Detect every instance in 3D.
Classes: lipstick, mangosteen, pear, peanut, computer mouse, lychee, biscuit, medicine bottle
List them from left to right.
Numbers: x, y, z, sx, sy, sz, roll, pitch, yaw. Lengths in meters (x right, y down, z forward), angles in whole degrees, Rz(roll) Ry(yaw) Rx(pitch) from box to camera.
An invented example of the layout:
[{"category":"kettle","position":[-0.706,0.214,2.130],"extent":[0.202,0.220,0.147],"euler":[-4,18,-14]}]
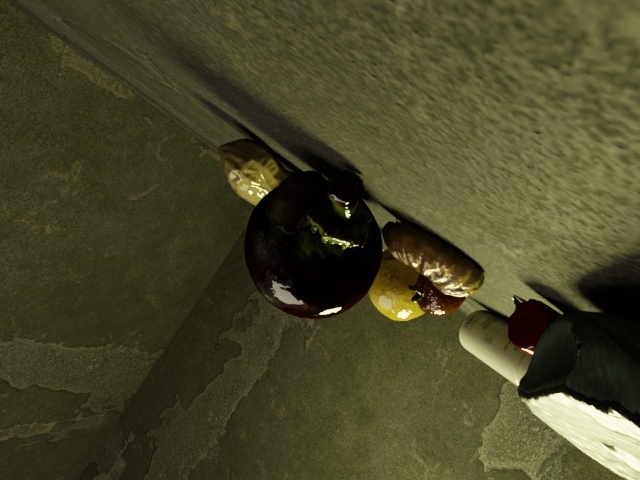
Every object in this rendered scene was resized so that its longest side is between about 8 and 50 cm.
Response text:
[{"category":"peanut","position":[-0.094,-0.112,0.894],"extent":[0.136,0.120,0.298],"euler":[-1,154,44]},{"category":"mangosteen","position":[0.000,0.000,0.649],"extent":[0.231,0.231,0.289],"euler":[34,158,-5]},{"category":"pear","position":[0.192,0.102,1.021],"extent":[0.178,0.178,0.178],"euler":[34,180,0]},{"category":"biscuit","position":[0.176,0.034,0.654],"extent":[0.183,0.061,0.118],"euler":[34,178,-6]},{"category":"lychee","position":[0.235,0.099,0.863],"extent":[0.140,0.101,0.114],"euler":[20,150,-9]},{"category":"medicine bottle","position":[0.502,0.292,1.046],"extent":[0.130,0.130,0.341],"euler":[34,179,-22]},{"category":"lipstick","position":[0.373,0.173,0.568],"extent":[0.280,0.073,0.073],"euler":[32,-179,-17]},{"category":"computer mouse","position":[0.283,0.136,0.347],"extent":[0.203,0.114,0.374],"euler":[36,173,17]}]

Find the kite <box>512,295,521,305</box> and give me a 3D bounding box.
[{"category":"kite","position":[0.375,0.179,0.638],"extent":[0.189,0.009,0.232],"euler":[0,-130,-46]}]
